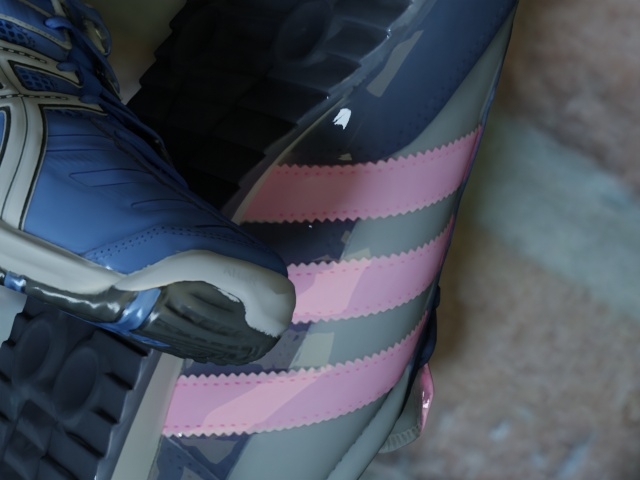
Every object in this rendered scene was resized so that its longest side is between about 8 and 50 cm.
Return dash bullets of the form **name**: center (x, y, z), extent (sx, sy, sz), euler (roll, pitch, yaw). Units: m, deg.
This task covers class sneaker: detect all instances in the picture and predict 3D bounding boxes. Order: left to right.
- **sneaker**: center (-0.087, -0.036, 0.375), extent (0.211, 0.080, 0.081), euler (31, 86, 27)
- **sneaker**: center (0.000, 0.000, 0.448), extent (0.131, 0.112, 0.319), euler (27, 96, -38)
